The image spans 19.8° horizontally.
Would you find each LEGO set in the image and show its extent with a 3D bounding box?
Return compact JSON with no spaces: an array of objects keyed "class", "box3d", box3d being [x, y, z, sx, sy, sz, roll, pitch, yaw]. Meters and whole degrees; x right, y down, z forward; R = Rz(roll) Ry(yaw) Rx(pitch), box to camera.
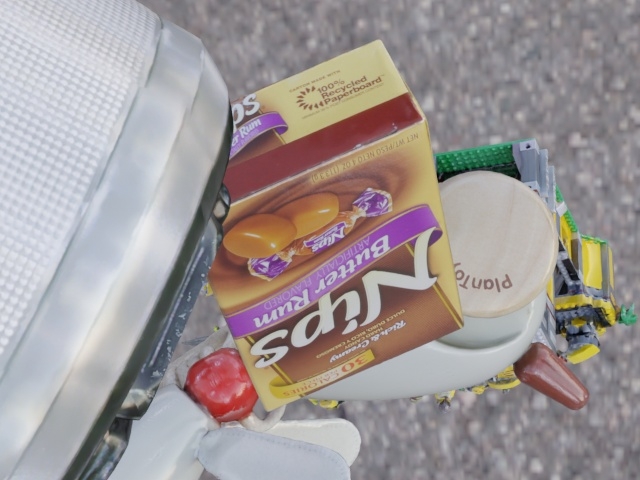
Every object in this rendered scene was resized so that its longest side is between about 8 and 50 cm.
[{"class":"LEGO set","box3d":[0.075,0.071,1.409,0.331,0.255,0.192,-4,59,11]}]

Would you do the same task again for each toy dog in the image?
[{"class":"toy dog","box3d":[0.024,0.096,1.093,0.333,0.220,0.161,-35,92,20]}]

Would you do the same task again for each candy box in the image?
[{"class":"candy box","box3d":[0.000,0.000,0.826,0.109,0.187,0.053,-24,60,-3]}]

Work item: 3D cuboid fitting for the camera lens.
[{"class":"camera lens","box3d":[-0.182,-0.021,0.590,0.274,0.219,0.219,29,57,-14]}]
